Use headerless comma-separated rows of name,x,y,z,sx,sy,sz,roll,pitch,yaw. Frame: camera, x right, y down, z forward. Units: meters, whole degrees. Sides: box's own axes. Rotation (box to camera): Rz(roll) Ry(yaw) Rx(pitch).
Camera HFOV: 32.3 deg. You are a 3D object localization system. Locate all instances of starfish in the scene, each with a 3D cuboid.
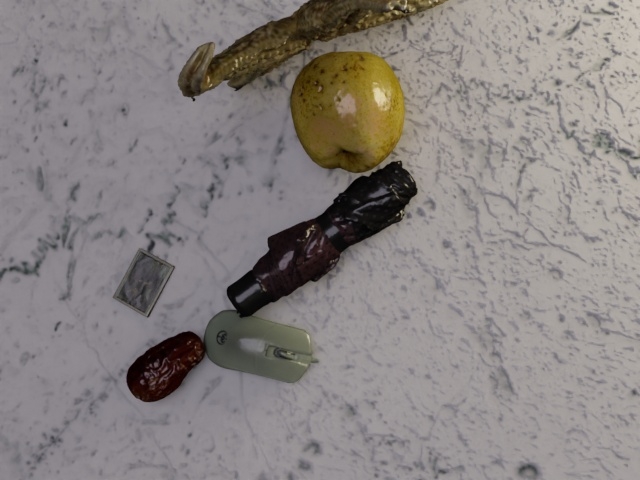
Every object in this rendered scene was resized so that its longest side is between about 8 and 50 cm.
starfish,0.015,-0.306,1.546,0.432,0.324,0.082,-19,95,12

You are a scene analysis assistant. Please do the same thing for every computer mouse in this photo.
computer mouse,-0.091,0.158,1.623,0.182,0.056,0.089,14,90,11

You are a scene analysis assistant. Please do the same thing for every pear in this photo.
pear,0.040,-0.181,1.583,0.178,0.178,0.178,-1,83,10

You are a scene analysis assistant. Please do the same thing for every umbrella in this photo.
umbrella,0.000,0.000,1.608,0.326,0.094,0.090,-35,118,2

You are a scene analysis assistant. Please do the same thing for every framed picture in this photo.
framed picture,-0.271,0.064,1.691,0.066,0.006,0.089,28,89,13

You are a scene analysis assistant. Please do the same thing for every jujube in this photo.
jujube,-0.227,0.186,1.635,0.129,0.077,0.077,-37,78,1
